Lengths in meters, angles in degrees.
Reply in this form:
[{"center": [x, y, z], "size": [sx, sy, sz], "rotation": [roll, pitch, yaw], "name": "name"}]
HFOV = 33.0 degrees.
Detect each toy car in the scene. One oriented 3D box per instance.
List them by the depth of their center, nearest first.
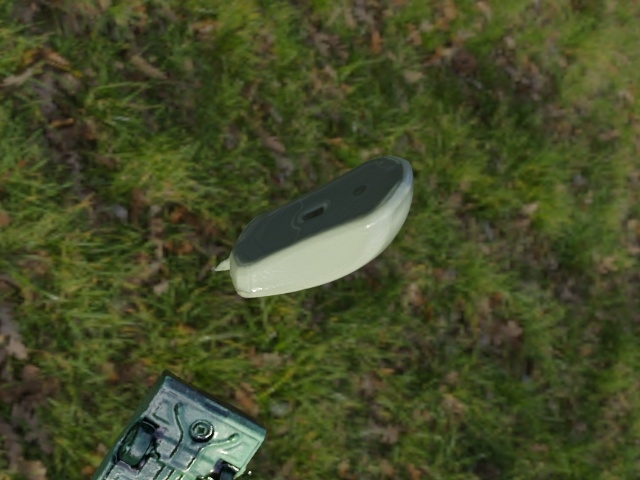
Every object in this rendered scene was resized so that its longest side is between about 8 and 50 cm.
[{"center": [-0.197, 0.298, 1.216], "size": [0.141, 0.097, 0.321], "rotation": [31, 105, -15], "name": "toy car"}]

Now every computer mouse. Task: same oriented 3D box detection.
[{"center": [0.000, 0.000, 0.842], "size": [0.056, 0.181, 0.089], "rotation": [56, 21, -25], "name": "computer mouse"}]
